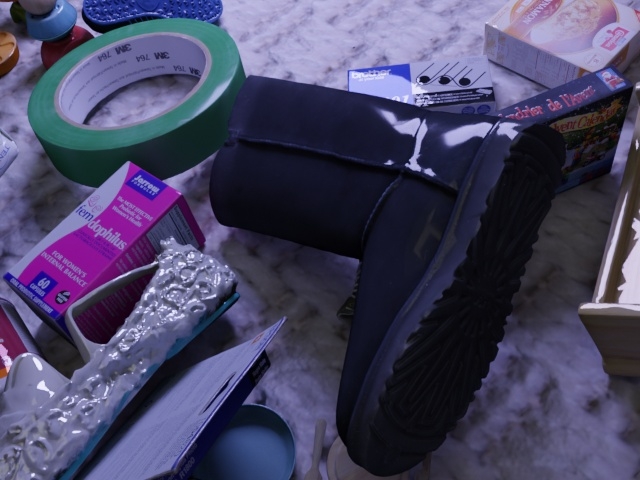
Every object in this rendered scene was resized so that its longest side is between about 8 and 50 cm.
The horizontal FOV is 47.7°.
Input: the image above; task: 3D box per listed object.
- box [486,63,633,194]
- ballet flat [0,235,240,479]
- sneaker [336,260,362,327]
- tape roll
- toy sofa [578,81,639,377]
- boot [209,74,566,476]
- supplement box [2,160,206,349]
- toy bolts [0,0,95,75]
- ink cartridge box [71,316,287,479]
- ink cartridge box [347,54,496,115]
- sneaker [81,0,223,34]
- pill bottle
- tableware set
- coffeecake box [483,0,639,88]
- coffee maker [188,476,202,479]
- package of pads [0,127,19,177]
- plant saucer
[{"bbox_3d":[0.257,-0.105,0.892,0.233,0.159,0.044,-23,56,-4],"label":"box"},{"bbox_3d":[-0.255,0.145,0.799,0.146,0.147,0.409,23,49,23],"label":"ballet flat"},{"bbox_3d":[0.058,0.068,0.869,0.086,0.064,0.192,-15,58,-5],"label":"sneaker"},{"bbox_3d":[-0.269,-0.214,1.085,0.321,0.077,0.321,-6,47,7],"label":"tape roll"},{"bbox_3d":[0.425,-0.010,0.825,0.150,0.177,0.363,-1,53,40],"label":"toy sofa"},{"bbox_3d":[0.001,-0.002,0.817,0.445,0.146,0.367,22,80,44],"label":"boot"},{"bbox_3d":[-0.271,0.023,0.935,0.111,0.114,0.220,29,64,27],"label":"supplement box"},{"bbox_3d":[-0.515,-0.381,1.219,0.228,0.158,0.218,29,66,26],"label":"toy bolts"},{"bbox_3d":[-0.140,0.188,0.716,0.224,0.045,0.223,-30,13,36],"label":"ink cartridge box"},{"bbox_3d":[0.144,-0.211,1.052,0.207,0.046,0.097,-5,55,7],"label":"ink cartridge box"},{"bbox_3d":[-0.287,-0.392,1.234,0.232,0.090,0.082,-5,93,-17],"label":"sneaker"},{"bbox_3d":[-0.413,0.136,0.878,0.121,0.121,0.221,-37,58,-14],"label":"pill bottle"},{"bbox_3d":[0.041,0.289,0.744,0.128,0.039,0.194,9,64,2],"label":"tableware set"},{"bbox_3d":[0.357,-0.297,1.057,0.185,0.068,0.142,35,68,28],"label":"coffeecake box"},{"bbox_3d":[-0.140,0.351,0.690,0.171,0.120,0.178,-40,62,4],"label":"coffee maker"},{"bbox_3d":[-0.552,-0.031,0.968,0.229,0.101,0.297,-9,46,50],"label":"package of pads"},{"bbox_3d":[-0.084,0.243,0.807,0.119,0.021,0.119,-5,57,7],"label":"plant saucer"}]
